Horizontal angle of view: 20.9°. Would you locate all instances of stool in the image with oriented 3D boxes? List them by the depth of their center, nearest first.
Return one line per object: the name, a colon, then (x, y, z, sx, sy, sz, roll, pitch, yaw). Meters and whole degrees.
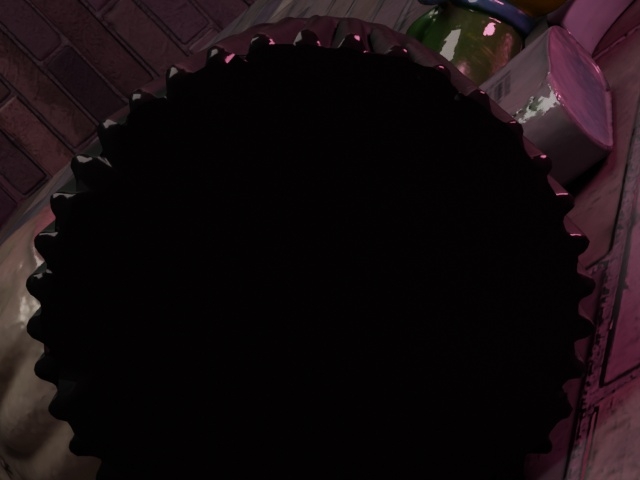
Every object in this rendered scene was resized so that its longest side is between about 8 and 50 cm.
stool: (0.000, 0.000, 1.052, 0.297, 0.297, 0.330, -42, 9, 11)

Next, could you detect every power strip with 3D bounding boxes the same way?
power strip: (0.280, -0.245, 1.482, 0.216, 0.044, 0.137, -43, 12, 6)

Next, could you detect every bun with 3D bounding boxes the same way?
bun: (-0.158, 0.118, 1.187, 0.175, 0.263, 0.263, -40, 13, 14)

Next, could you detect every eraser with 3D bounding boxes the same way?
eraser: (0.110, -0.048, 1.301, 0.227, 0.081, 0.174, -38, 18, 23)

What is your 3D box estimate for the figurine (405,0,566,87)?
figurine: (0.147, -0.203, 1.448, 0.185, 0.127, 0.234, 61, -133, -87)
